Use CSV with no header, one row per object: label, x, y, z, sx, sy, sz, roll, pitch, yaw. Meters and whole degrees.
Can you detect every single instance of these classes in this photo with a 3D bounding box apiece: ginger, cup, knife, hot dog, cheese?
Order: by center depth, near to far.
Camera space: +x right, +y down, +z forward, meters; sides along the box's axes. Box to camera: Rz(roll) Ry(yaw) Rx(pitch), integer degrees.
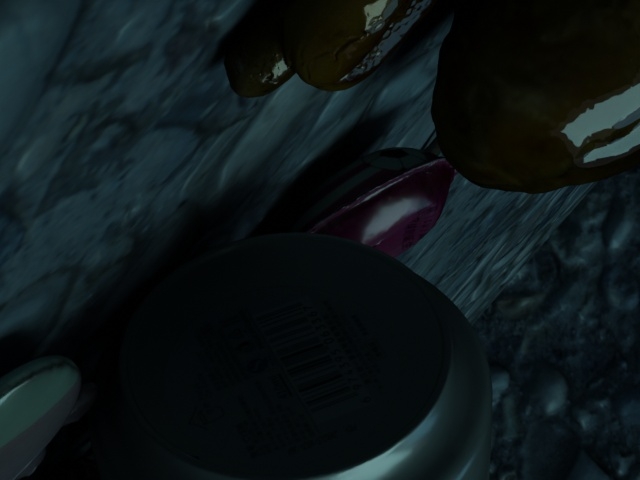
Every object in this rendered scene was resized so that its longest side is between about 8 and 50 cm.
hot dog,0.016,-0.118,0.816,0.140,0.060,0.090,-56,164,14
knife,-0.272,0.203,0.934,0.398,0.038,0.132,-46,162,3
cup,-0.031,0.203,1.067,0.323,0.237,0.327,-55,154,-38
ginger,0.203,-0.151,1.136,0.321,0.165,0.172,-38,175,-38
cheese,0.000,0.000,1.197,0.244,0.062,0.155,-30,169,-13

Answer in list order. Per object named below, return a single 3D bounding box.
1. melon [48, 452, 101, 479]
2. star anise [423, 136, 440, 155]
melon,-0.169,0.221,1.267,0.093,0.202,0.139,-28,136,6
star anise,0.166,-0.160,1.382,0.227,0.218,0.148,-9,-146,12
